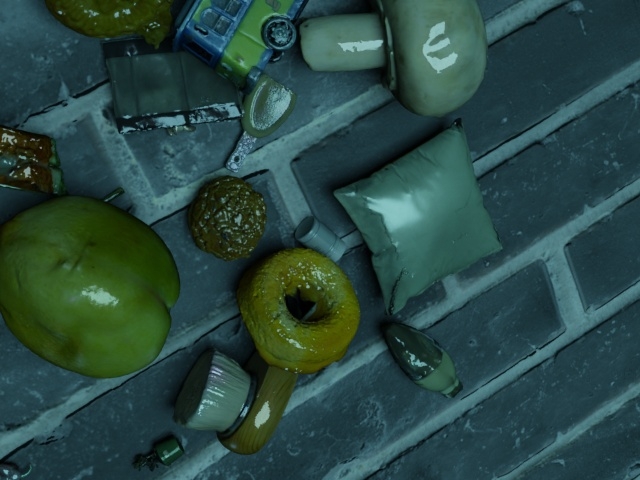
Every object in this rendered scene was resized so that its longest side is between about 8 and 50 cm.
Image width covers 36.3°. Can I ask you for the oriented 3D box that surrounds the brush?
[{"bbox_3d":[-0.152,0.271,1.892,0.166,0.174,0.266,32,81,-19],"label":"brush"}]

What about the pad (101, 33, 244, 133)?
[{"bbox_3d":[-0.260,-0.287,1.735,0.233,0.022,0.174,-10,89,-21],"label":"pad"}]

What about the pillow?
[{"bbox_3d":[0.209,-0.044,1.987,0.310,0.119,0.312,-28,114,-11],"label":"pillow"}]

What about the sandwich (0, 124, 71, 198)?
[{"bbox_3d":[-0.544,-0.147,1.582,0.292,0.212,0.109,10,85,-13],"label":"sandwich"}]

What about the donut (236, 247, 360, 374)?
[{"bbox_3d":[-0.038,0.130,1.876,0.254,0.118,0.253,12,63,-24],"label":"donut"}]

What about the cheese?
[{"bbox_3d":[-0.122,-0.215,1.836,0.097,0.037,0.192,29,92,-27],"label":"cheese"}]

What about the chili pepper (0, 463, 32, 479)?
[{"bbox_3d":[-0.609,0.439,1.793,0.153,0.041,0.050,-1,62,-24],"label":"chili pepper"}]

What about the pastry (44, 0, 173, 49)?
[{"bbox_3d":[-0.341,-0.457,1.596,0.235,0.132,0.240,6,131,-28],"label":"pastry"}]

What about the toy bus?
[{"bbox_3d":[-0.108,-0.427,1.685,0.190,0.152,0.312,30,85,-10],"label":"toy bus"}]

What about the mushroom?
[{"bbox_3d":[0.134,-0.368,1.806,0.336,0.314,0.314,-7,109,5],"label":"mushroom"}]

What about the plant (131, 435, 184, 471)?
[{"bbox_3d":[-0.320,0.427,1.917,0.102,0.051,0.051,-29,114,-3],"label":"plant"}]

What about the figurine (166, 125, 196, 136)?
[{"bbox_3d":[-0.261,-0.232,1.770,0.051,0.047,0.083,-25,106,-33],"label":"figurine"}]

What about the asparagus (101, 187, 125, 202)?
[{"bbox_3d":[-0.405,-0.063,1.762,0.114,0.014,0.015,-34,136,-13],"label":"asparagus"}]

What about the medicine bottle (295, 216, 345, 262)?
[{"bbox_3d":[0.000,0.000,1.938,0.091,0.058,0.058,39,86,-27],"label":"medicine bottle"}]

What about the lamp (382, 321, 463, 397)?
[{"bbox_3d":[0.218,0.254,2.085,0.101,0.101,0.250,-47,115,-6],"label":"lamp"}]

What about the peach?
[{"bbox_3d":[-0.391,0.072,1.654,0.316,0.314,0.281,24,58,-4],"label":"peach"}]

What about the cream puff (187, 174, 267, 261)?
[{"bbox_3d":[-0.169,-0.038,1.819,0.150,0.115,0.165,-24,114,-13],"label":"cream puff"}]
